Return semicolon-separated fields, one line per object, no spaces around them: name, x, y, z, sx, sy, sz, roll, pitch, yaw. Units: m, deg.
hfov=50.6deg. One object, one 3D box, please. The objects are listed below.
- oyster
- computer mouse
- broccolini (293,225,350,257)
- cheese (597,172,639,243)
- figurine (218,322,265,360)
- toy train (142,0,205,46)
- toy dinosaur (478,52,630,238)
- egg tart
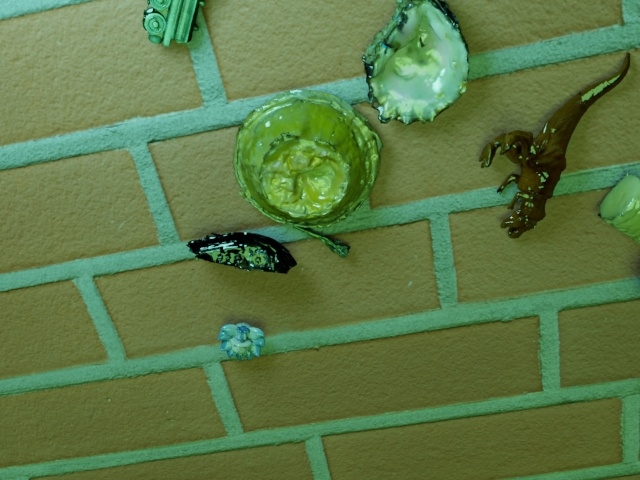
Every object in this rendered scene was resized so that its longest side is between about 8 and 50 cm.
oyster;0.176;-0.344;1.270;0.198;0.092;0.260;-7;127;5
computer mouse;-0.165;0.020;1.448;0.241;0.146;0.078;9;90;-3
broccolini;0.000;0.000;1.480;0.140;0.035;0.030;25;157;-9
cheese;0.682;-0.053;1.409;0.167;0.094;0.123;27;113;-13
figurine;-0.186;0.243;1.586;0.114;0.079;0.114;-3;118;-5
toy train;-0.261;-0.436;1.236;0.111;0.071;0.170;14;118;-15
toy dinosaur;0.435;-0.184;1.344;0.208;0.097;0.432;11;122;-20
egg tart;-0.027;-0.147;1.356;0.315;0.120;0.315;0;119;0
